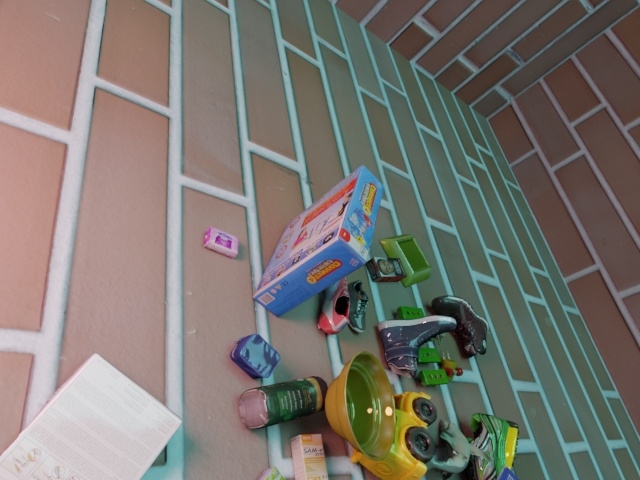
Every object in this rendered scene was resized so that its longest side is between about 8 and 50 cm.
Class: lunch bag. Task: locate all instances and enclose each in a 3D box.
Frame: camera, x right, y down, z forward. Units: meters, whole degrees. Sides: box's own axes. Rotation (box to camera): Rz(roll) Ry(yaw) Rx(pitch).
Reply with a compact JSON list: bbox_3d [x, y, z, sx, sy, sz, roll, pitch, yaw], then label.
[{"bbox_3d":[-0.144,0.247,1.014,0.098,0.065,0.067,47,52,-10],"label":"lunch bag"}]

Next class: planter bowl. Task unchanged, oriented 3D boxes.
[{"bbox_3d":[0.072,0.351,1.010,0.217,0.091,0.217,36,45,-47],"label":"planter bowl"}]

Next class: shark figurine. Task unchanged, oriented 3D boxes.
[{"bbox_3d":[0.328,0.579,1.233,0.166,0.116,0.278,34,16,28],"label":"shark figurine"}]

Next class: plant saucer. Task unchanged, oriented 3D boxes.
[{"bbox_3d":[0.315,0.058,1.685,0.189,0.045,0.188,-11,69,-50],"label":"plant saucer"}]

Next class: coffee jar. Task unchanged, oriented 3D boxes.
[{"bbox_3d":[-0.070,0.335,0.994,0.185,0.096,0.078,4,66,-45],"label":"coffee jar"}]

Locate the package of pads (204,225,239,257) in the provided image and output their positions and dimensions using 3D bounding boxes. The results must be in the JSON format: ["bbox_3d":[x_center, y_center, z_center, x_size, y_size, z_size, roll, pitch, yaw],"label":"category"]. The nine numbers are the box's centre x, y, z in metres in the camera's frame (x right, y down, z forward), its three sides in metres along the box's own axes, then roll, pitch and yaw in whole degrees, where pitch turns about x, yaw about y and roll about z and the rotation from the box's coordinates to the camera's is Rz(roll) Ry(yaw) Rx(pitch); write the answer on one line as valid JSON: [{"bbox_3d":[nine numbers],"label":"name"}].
[{"bbox_3d":[-0.236,0.005,1.139,0.083,0.032,0.050,26,43,-32],"label":"package of pads"}]

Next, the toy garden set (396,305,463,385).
[{"bbox_3d":[0.336,0.332,1.485,0.204,0.049,0.244,11,52,-40],"label":"toy garden set"}]

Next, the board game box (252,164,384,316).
[{"bbox_3d":[0.000,0.000,1.169,0.086,0.308,0.301,42,39,-17],"label":"board game box"}]

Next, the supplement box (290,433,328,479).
[{"bbox_3d":[-0.023,0.460,0.993,0.062,0.036,0.098,17,49,-40],"label":"supplement box"}]

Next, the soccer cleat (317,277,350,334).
[{"bbox_3d":[0.048,0.139,1.285,0.083,0.095,0.247,33,41,-25],"label":"soccer cleat"}]

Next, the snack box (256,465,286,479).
[{"bbox_3d":[-0.101,0.506,0.870,0.100,0.037,0.141,51,36,-1],"label":"snack box"}]

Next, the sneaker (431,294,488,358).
[{"bbox_3d":[0.491,0.307,1.627,0.282,0.106,0.162,32,44,-27],"label":"sneaker"}]

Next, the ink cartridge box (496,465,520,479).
[{"bbox_3d":[0.484,0.783,1.136,0.324,0.071,0.330,45,68,-9],"label":"ink cartridge box"}]

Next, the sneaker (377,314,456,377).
[{"bbox_3d":[0.287,0.302,1.352,0.227,0.086,0.163,-7,55,0],"label":"sneaker"}]

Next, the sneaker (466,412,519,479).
[{"bbox_3d":[0.445,0.641,1.312,0.147,0.134,0.343,18,44,13],"label":"sneaker"}]

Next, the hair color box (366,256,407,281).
[{"bbox_3d":[0.215,0.095,1.548,0.141,0.043,0.071,3,60,-45],"label":"hair color box"}]

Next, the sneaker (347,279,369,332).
[{"bbox_3d":[0.106,0.180,1.340,0.061,0.065,0.157,18,48,-38],"label":"sneaker"}]

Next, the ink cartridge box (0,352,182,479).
[{"bbox_3d":[-0.364,0.324,0.741,0.189,0.066,0.232,44,58,-12],"label":"ink cartridge box"}]

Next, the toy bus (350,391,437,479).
[{"bbox_3d":[0.149,0.439,1.131,0.212,0.149,0.220,31,37,-3],"label":"toy bus"}]
